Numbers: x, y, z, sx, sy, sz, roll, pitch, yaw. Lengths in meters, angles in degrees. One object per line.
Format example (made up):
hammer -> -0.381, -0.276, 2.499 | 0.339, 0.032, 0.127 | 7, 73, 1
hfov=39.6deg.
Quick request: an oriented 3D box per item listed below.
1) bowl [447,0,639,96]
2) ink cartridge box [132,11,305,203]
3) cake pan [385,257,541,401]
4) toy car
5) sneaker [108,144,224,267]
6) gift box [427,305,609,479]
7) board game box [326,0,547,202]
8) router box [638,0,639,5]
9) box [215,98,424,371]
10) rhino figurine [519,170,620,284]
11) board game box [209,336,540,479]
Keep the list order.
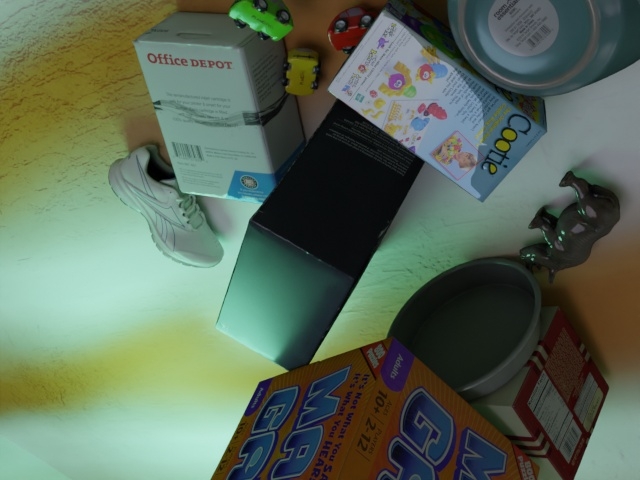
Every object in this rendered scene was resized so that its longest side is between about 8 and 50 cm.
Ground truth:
bowl -> 0.289, -0.310, 1.141 | 0.311, 0.163, 0.311 | 18, 134, 20
ink cartridge box -> -0.164, -0.230, 1.547 | 0.223, 0.129, 0.307 | 10, 131, 28
cake pan -> 0.243, 0.154, 1.490 | 0.293, 0.293, 0.054 | -11, 131, 40
toy car -> -0.038, -0.328, 1.372 | 0.225, 0.053, 0.239 | 22, 148, -33
sneaker -> -0.301, -0.065, 1.809 | 0.297, 0.111, 0.129 | 48, 132, -12
gift box -> 0.319, 0.287, 1.553 | 0.258, 0.255, 0.276 | -5, 126, 45
board game box -> 0.170, -0.209, 1.272 | 0.275, 0.142, 0.144 | 36, 118, -6
router box -> 0.394, -0.428, 0.910 | 0.309, 0.243, 0.081 | 58, 173, -22
box -> 0.000, 0.000, 1.468 | 0.179, 0.312, 0.343 | 30, 145, 5
rhino figurine -> 0.384, -0.010, 1.404 | 0.106, 0.073, 0.243 | 35, 142, 9
board game box -> 0.058, 0.428, 1.382 | 0.356, 0.356, 0.356 | 42, 140, -19
